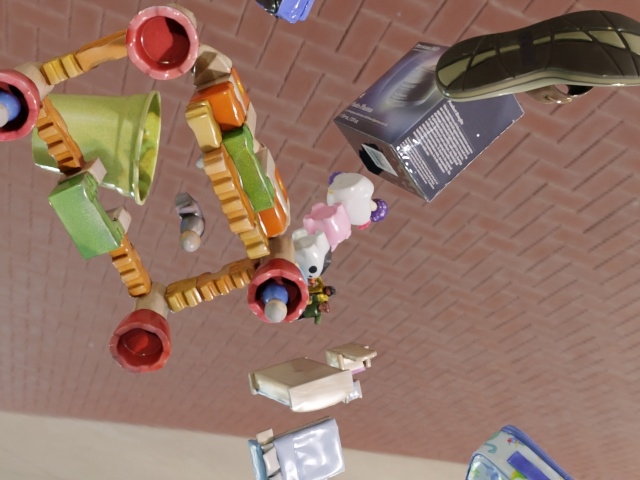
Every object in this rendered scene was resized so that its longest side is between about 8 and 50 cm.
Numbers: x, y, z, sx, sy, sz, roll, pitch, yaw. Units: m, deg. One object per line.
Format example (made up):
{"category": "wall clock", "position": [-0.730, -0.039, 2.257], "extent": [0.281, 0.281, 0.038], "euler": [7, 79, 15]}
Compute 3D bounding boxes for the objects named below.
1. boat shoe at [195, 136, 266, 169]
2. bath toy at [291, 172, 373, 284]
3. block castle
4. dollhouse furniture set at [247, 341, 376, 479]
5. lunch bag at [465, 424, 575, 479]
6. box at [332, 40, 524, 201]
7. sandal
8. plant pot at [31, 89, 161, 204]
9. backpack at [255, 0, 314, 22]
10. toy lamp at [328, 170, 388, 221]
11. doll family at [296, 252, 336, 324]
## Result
{"category": "boat shoe", "position": [-0.181, -0.173, 1.559], "extent": [0.116, 0.123, 0.324], "euler": [37, 178, -12]}
{"category": "bath toy", "position": [0.000, 0.000, 1.514], "extent": [0.151, 0.348, 0.129], "euler": [4, 130, 37]}
{"category": "block castle", "position": [-0.217, -0.060, 0.994], "extent": [0.303, 0.213, 0.453], "euler": [-20, 115, 5]}
{"category": "dollhouse furniture set", "position": [0.019, 0.400, 1.530], "extent": [0.286, 0.303, 0.198], "euler": [-12, -173, -28]}
{"category": "lunch bag", "position": [0.320, 0.385, 1.092], "extent": [0.219, 0.090, 0.176], "euler": [41, 155, 30]}
{"category": "box", "position": [0.233, -0.280, 1.680], "extent": [0.183, 0.294, 0.296], "euler": [51, 173, -31]}
{"category": "sandal", "position": [0.313, -0.240, 1.033], "extent": [0.303, 0.120, 0.086], "euler": [-1, 152, 23]}
{"category": "plant pot", "position": [-0.529, -0.238, 1.762], "extent": [0.254, 0.276, 0.276], "euler": [9, 150, -6]}
{"category": "backpack", "position": [-0.081, -0.527, 1.614], "extent": [0.101, 0.098, 0.120], "euler": [22, -168, -47]}
{"category": "toy lamp", "position": [0.100, -0.120, 2.020], "extent": [0.080, 0.080, 0.275], "euler": [-4, 163, 25]}
{"category": "doll family", "position": [-0.020, 0.084, 1.584], "extent": [0.111, 0.193, 0.076], "euler": [-13, 174, 16]}
